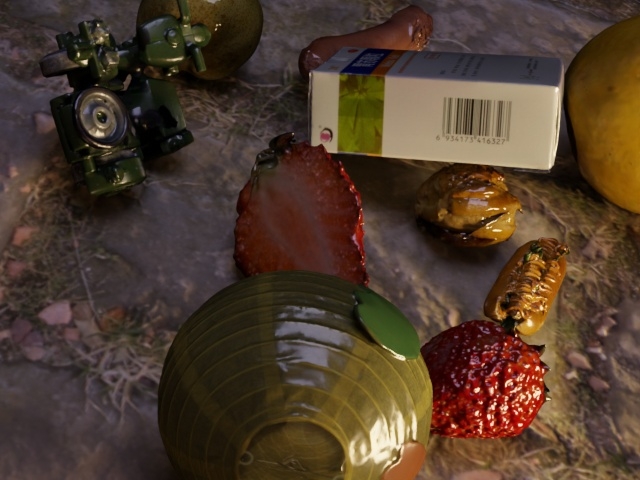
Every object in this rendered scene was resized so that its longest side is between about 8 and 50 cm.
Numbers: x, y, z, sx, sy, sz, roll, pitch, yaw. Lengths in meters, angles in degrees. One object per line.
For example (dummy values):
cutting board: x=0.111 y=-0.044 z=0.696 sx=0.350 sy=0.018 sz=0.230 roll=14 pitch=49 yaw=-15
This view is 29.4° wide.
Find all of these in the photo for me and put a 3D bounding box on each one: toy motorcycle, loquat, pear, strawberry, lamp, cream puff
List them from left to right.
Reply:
toy motorcycle: x=-0.217 y=-0.169 z=1.440 sx=0.275 sy=0.127 sz=0.205 roll=-22 pitch=96 yaw=-53
pear: x=-0.159 y=-0.290 z=1.623 sx=0.167 sy=0.167 sz=0.137 roll=12 pitch=52 yaw=-6
lamp: x=-0.026 y=0.138 z=1.116 sx=0.250 sy=0.250 sz=0.284 roll=11 pitch=21 yaw=-8
strawberry: x=-0.006 y=0.002 z=1.363 sx=0.106 sy=0.175 sz=0.236 roll=14 pitch=65 yaw=-56
cream puff: x=0.181 y=-0.047 z=1.497 sx=0.133 sy=0.104 sz=0.119 roll=23 pitch=30 yaw=38
strawberry: x=0.153 y=0.141 z=1.255 sx=0.148 sy=0.131 sz=0.131 roll=7 pitch=40 yaw=-25
loquat: x=0.458 y=-0.166 z=1.617 sx=0.274 sy=0.275 sz=0.275 roll=10 pitch=40 yaw=-9

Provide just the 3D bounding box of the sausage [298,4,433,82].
sausage: x=0.066 y=-0.277 z=1.754 sx=0.078 sy=0.078 sz=0.304 roll=38 pitch=42 yaw=24

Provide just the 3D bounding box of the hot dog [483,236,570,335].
hot dog: x=0.246 y=0.051 z=1.446 sx=0.072 sy=0.055 sz=0.188 roll=27 pitch=39 yaw=9

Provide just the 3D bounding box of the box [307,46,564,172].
box: x=0.150 y=-0.172 z=1.530 sx=0.299 sy=0.106 sz=0.200 roll=6 pitch=19 yaw=11
